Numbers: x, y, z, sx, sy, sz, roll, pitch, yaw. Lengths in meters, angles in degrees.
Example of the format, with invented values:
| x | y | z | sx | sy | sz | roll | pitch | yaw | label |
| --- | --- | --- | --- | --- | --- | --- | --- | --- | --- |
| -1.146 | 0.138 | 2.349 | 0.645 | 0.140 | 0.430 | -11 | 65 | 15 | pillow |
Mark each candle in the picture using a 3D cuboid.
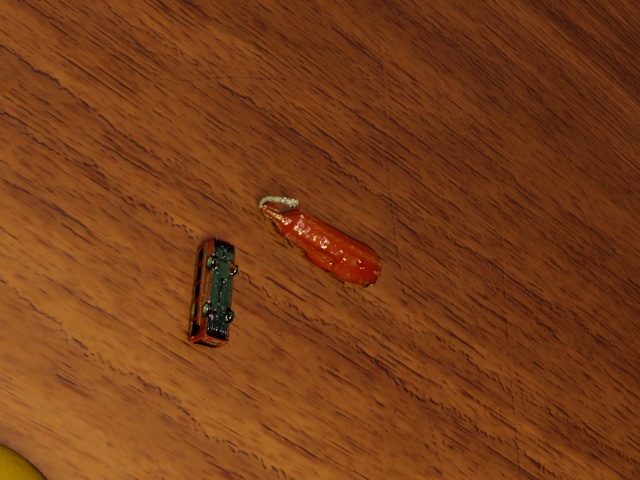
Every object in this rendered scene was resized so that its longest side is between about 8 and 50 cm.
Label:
| x | y | z | sx | sy | sz | roll | pitch | yaw | label |
| --- | --- | --- | --- | --- | --- | --- | --- | --- | --- |
| 0.000 | 0.000 | 1.077 | 0.162 | 0.048 | 0.053 | 31 | 70 | -23 | candle |

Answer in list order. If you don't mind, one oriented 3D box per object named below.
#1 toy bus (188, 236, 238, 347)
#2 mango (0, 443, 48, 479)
| x | y | z | sx | sy | sz | roll | pitch | yaw | label |
| --- | --- | --- | --- | --- | --- | --- | --- | --- | --- |
| -0.106 | 0.052 | 0.972 | 0.031 | 0.043 | 0.110 | 23 | 55 | -32 | toy bus |
| -0.217 | 0.263 | 0.733 | 0.138 | 0.113 | 0.253 | -13 | 72 | -61 | mango |
